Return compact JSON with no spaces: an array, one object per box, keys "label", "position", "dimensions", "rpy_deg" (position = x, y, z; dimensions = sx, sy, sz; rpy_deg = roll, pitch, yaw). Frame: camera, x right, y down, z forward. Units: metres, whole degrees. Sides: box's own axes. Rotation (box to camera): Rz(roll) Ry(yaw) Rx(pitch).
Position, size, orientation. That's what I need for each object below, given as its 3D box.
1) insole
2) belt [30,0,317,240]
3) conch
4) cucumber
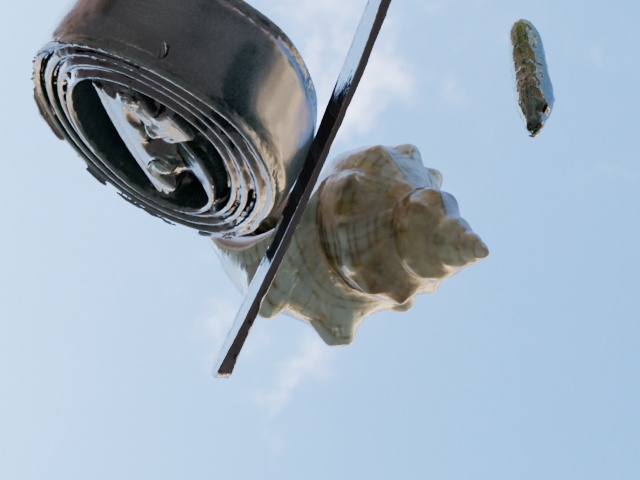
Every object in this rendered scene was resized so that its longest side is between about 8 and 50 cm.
[{"label":"insole","position":[-0.005,-0.054,0.873],"dimensions":[0.012,0.110,0.309],"rpy_deg":[22,-82,-8]},{"label":"belt","position":[-0.104,-0.100,1.050],"dimensions":[0.206,0.267,0.116],"rpy_deg":[22,-114,14]},{"label":"conch","position":[0.005,0.013,1.268],"dimensions":[0.386,0.203,0.170],"rpy_deg":[-16,-86,50]},{"label":"cucumber","position":[0.185,-0.140,1.218],"dimensions":[0.037,0.155,0.037],"rpy_deg":[1,-43,1]}]
